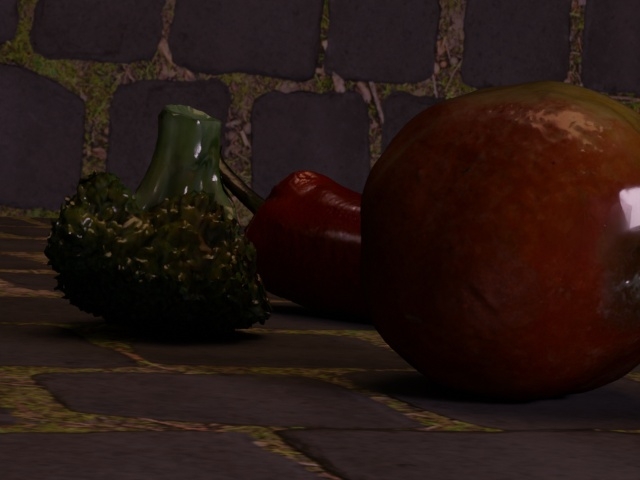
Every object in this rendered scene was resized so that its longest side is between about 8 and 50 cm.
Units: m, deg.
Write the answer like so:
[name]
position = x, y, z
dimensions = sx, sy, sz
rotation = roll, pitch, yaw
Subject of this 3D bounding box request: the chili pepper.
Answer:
[chili pepper]
position = -0.002, 0.004, 1.794
dimensions = 0.338, 0.131, 0.134
rotation = 11, 32, 36

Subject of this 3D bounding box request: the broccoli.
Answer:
[broccoli]
position = -0.129, -0.018, 1.556
dimensions = 0.194, 0.194, 0.220
rotation = 7, -1, 42

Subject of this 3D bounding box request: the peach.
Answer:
[peach]
position = 0.161, 0.004, 1.300
dimensions = 0.257, 0.232, 0.232
rotation = 15, 8, 25
